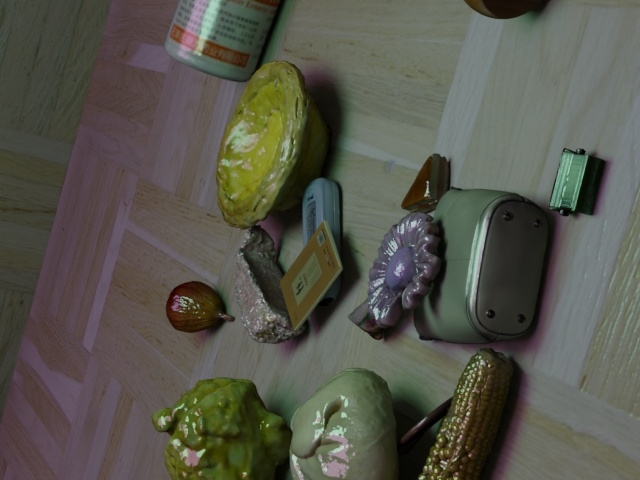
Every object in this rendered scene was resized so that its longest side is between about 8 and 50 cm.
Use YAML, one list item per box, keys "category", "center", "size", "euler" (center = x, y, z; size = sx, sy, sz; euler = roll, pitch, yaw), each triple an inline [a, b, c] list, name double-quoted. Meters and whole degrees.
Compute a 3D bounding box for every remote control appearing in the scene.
- category: "remote control"
  center: [0.000, 0.000, 2.055]
  size: [0.087, 0.047, 0.244]
  euler: [-29, 56, 49]

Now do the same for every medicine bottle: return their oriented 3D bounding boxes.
- category: "medicine bottle"
  center: [-0.186, -0.548, 2.445]
  size: [0.211, 0.211, 0.371]
  euler: [47, 119, 56]

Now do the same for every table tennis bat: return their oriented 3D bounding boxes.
- category: "table tennis bat"
  center: [0.180, 0.310, 1.631]
  size: [0.119, 0.107, 0.170]
  euler: [52, 147, 14]

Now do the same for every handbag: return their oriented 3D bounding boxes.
- category: "handbag"
  center: [0.214, 0.037, 1.661]
  size: [0.315, 0.109, 0.241]
  euler: [178, 105, -74]

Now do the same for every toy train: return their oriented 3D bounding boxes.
- category: "toy train"
  center: [0.340, -0.077, 1.500]
  size: [0.056, 0.038, 0.093]
  euler: [16, 92, 59]

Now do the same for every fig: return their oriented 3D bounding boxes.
- category: "fig"
  center: [-0.260, 0.138, 2.384]
  size: [0.153, 0.119, 0.119]
  euler: [-9, 71, 57]

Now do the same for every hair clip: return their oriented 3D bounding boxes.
- category: "hair clip"
  center: [0.105, 0.074, 1.728]
  size: [0.300, 0.069, 0.173]
  euler: [117, 161, -57]

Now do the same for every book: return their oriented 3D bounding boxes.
- category: "book"
  center: [-0.018, 0.063, 2.003]
  size: [0.172, 0.012, 0.118]
  euler: [-54, 37, 35]

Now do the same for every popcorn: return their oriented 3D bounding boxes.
- category: "popcorn"
  center: [-0.178, 0.360, 2.016]
  size: [0.195, 0.255, 0.256]
  euler: [-45, 35, 41]

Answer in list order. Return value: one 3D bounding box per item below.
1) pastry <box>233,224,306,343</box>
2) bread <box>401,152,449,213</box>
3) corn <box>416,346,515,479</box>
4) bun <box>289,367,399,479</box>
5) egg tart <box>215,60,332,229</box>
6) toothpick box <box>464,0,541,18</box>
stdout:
- category: "pastry"
  center: [-0.108, 0.099, 2.144]
  size: [0.112, 0.103, 0.265]
  euler: [-49, 36, 28]
- category: "bread"
  center: [0.173, -0.079, 1.786]
  size: [0.109, 0.043, 0.062]
  euler: [-63, 30, 21]
- category: "corn"
  center: [0.192, 0.287, 1.559]
  size: [0.086, 0.086, 0.288]
  euler: [33, 106, 60]
- category: "bun"
  center: [0.031, 0.326, 1.696]
  size: [0.259, 0.160, 0.259]
  euler: [178, 90, -81]
- category: "egg tart"
  center: [-0.087, -0.176, 2.192]
  size: [0.345, 0.132, 0.345]
  euler: [-31, 52, 51]
- category: "toothpick box"
  center: [0.224, -0.458, 1.717]
  size: [0.192, 0.192, 0.294]
  euler: [-62, 37, 24]
